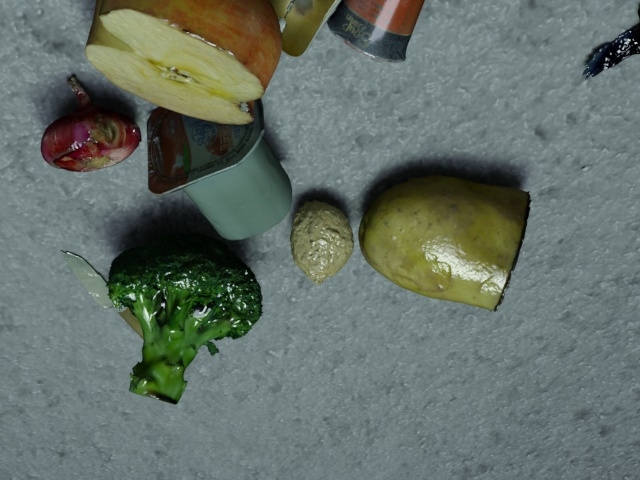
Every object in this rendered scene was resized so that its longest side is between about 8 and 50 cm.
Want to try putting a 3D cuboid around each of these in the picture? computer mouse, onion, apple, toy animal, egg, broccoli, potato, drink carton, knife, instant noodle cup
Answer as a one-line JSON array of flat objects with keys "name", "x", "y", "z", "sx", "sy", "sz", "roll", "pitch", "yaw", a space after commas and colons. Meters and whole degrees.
[{"name": "computer mouse", "x": -0.016, "y": -0.343, "z": 1.204, "sx": 0.199, "sy": 0.102, "sz": 0.045, "roll": -49, "pitch": 165, "yaw": 33}, {"name": "onion", "x": -0.351, "y": -0.177, "z": 1.321, "sx": 0.150, "sy": 0.140, "sz": 0.150, "roll": -16, "pitch": 177, "yaw": -1}, {"name": "apple", "x": -0.165, "y": -0.285, "z": 1.161, "sx": 0.251, "sy": 0.163, "sz": 0.293, "roll": 22, "pitch": 168, "yaw": -19}, {"name": "toy animal", "x": 0.500, "y": -0.302, "z": 1.330, "sx": 0.220, "sy": 0.062, "sz": 0.108, "roll": -20, "pitch": 151, "yaw": 11}, {"name": "egg", "x": 0.000, "y": 0.000, "z": 1.505, "sx": 0.116, "sy": 0.118, "sz": 0.140, "roll": 1, "pitch": 116, "yaw": 31}, {"name": "broccoli", "x": -0.241, "y": 0.127, "z": 1.501, "sx": 0.297, "sy": 0.297, "sz": 0.297, "roll": 16, "pitch": 164, "yaw": 5}, {"name": "potato", "x": 0.198, "y": -0.006, "z": 1.490, "sx": 0.266, "sy": 0.229, "sz": 0.229, "roll": 16, "pitch": 131, "yaw": -1}, {"name": "drink carton", "x": -0.138, "y": -0.107, "z": 1.350, "sx": 0.191, "sy": 0.185, "sz": 0.189, "roll": -22, "pitch": 135, "yaw": 11}, {"name": "knife", "x": -0.390, "y": 0.115, "z": 1.643, "sx": 0.047, "sy": 0.017, "sz": 0.298, "roll": -16, "pitch": 134, "yaw": 17}, {"name": "instant noodle cup", "x": 0.091, "y": -0.333, "z": 1.211, "sx": 0.127, "sy": 0.127, "sz": 0.135, "roll": 16, "pitch": 122, "yaw": -20}]
